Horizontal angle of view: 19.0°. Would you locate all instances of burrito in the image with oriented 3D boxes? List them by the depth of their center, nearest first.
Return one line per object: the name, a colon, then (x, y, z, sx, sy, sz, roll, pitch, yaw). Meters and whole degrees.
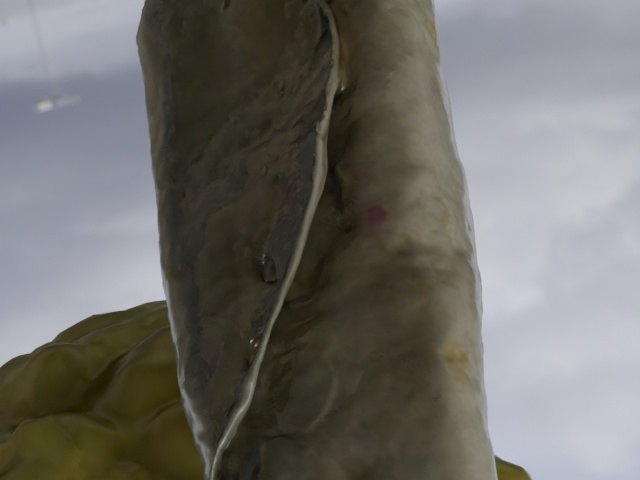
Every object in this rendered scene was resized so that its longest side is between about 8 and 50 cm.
burrito: (0.000, 0.000, 0.446, 0.087, 0.060, 0.226, -28, -129, 25)

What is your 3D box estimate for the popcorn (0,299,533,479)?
popcorn: (-0.034, 0.139, 0.545, 0.249, 0.249, 0.225, 5, -143, 48)
